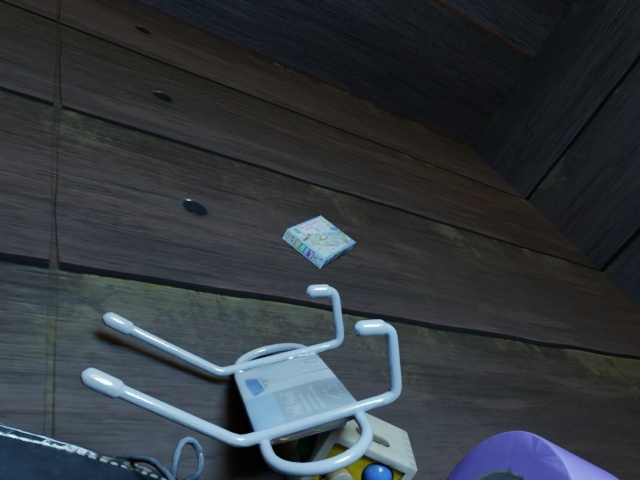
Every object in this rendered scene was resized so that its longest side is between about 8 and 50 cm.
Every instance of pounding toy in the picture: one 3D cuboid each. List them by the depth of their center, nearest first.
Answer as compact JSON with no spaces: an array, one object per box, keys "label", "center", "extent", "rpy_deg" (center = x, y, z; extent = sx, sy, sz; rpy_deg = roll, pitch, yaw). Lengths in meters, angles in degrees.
[{"label":"pounding toy","center":[0.016,0.272,0.646],"extent":[0.141,0.130,0.100],"rpy_deg":[27,14,-10]}]

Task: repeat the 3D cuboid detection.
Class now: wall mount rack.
[{"label":"wall mount rack","center":[-0.089,0.139,0.643],"extent":[0.304,0.130,0.350],"rpy_deg":[-10,9,-14]}]

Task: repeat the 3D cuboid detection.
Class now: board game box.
[{"label":"board game box","center":[0.000,0.000,1.199],"extent":[0.103,0.026,0.154],"rpy_deg":[39,27,14]}]

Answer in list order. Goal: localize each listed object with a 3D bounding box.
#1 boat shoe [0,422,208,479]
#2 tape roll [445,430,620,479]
[{"label":"boat shoe","center":[-0.119,0.260,0.451],"extent":[0.500,0.156,0.187],"rpy_deg":[29,19,-1]},{"label":"tape roll","center":[0.187,0.331,0.537],"extent":[0.090,0.275,0.275],"rpy_deg":[29,26,-7]}]
